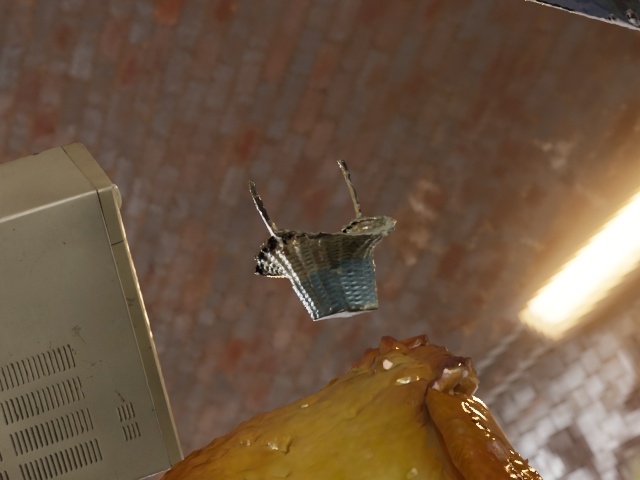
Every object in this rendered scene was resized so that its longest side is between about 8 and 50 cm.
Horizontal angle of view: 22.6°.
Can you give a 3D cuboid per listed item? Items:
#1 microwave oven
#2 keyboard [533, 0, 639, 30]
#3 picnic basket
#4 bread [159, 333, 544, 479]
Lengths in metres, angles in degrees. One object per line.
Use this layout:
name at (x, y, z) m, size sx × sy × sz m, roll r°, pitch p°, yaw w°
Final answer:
microwave oven at (-0.229, 0.073, 1.241) m, size 0.194 × 0.145 × 0.241 m, roll -17°, pitch -67°, yaw -12°
keyboard at (0.161, -0.152, 0.885) m, size 0.023 × 0.231 × 0.072 m, roll -39°, pitch -48°, yaw -27°
picnic basket at (0.000, 0.000, 0.813) m, size 0.065 × 0.083 × 0.083 m, roll -12°, pitch -7°, yaw -36°
bread at (0.054, 0.242, 0.868) m, size 0.215 × 0.398 × 0.398 m, roll -23°, pitch -24°, yaw -7°
